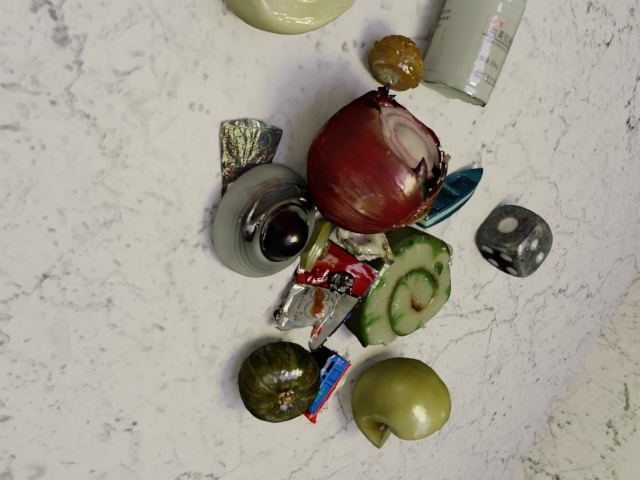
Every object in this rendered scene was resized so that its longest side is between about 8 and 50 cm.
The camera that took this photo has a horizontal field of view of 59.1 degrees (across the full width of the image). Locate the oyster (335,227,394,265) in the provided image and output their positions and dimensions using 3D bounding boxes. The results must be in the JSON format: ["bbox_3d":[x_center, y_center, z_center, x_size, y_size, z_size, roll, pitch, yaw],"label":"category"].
[{"bbox_3d":[0.111,0.010,1.442,0.081,0.191,0.163,-47,-174,36],"label":"oyster"}]

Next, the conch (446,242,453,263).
[{"bbox_3d":[0.380,0.048,1.764,0.056,0.085,0.076,28,126,-7],"label":"conch"}]

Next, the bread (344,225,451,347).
[{"bbox_3d":[0.225,0.146,1.639,0.366,0.129,0.382,36,87,-45],"label":"bread"}]

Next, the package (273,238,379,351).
[{"bbox_3d":[0.006,0.144,1.456,0.194,0.071,0.270,34,80,-15],"label":"package"}]

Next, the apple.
[{"bbox_3d":[0.233,0.479,1.730,0.233,0.295,0.258,51,51,-5],"label":"apple"}]

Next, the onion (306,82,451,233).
[{"bbox_3d":[0.125,-0.158,1.282,0.341,0.341,0.342,-19,122,-32],"label":"onion"}]

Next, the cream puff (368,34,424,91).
[{"bbox_3d":[0.180,-0.420,1.321,0.144,0.126,0.103,35,72,-53],"label":"cream puff"}]

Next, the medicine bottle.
[{"bbox_3d":[0.383,-0.521,1.393,0.189,0.190,0.333,10,105,-42],"label":"medicine bottle"}]

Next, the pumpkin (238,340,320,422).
[{"bbox_3d":[-0.106,0.361,1.452,0.223,0.157,0.224,-8,115,-17],"label":"pumpkin"}]

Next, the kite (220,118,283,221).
[{"bbox_3d":[-0.173,-0.126,1.249,0.152,0.015,0.286,0,110,-38],"label":"kite"}]

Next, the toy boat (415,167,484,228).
[{"bbox_3d":[0.381,-0.131,1.659,0.299,0.096,0.062,-33,140,-26],"label":"toy boat"}]

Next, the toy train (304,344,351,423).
[{"bbox_3d":[-0.006,0.404,1.608,0.204,0.082,0.131,-56,135,-6],"label":"toy train"}]

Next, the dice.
[{"bbox_3d":[0.648,0.002,1.885,0.181,0.182,0.183,-48,132,-9],"label":"dice"}]

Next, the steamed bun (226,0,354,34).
[{"bbox_3d":[-0.042,-0.471,1.053,0.250,0.200,0.155,-34,130,-19],"label":"steamed bun"}]

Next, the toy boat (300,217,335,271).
[{"bbox_3d":[0.000,0.000,1.418,0.066,0.065,0.172,38,73,-35],"label":"toy boat"}]

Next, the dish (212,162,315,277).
[{"bbox_3d":[-0.092,-0.025,1.269,0.273,0.133,0.274,-23,126,-37],"label":"dish"}]
